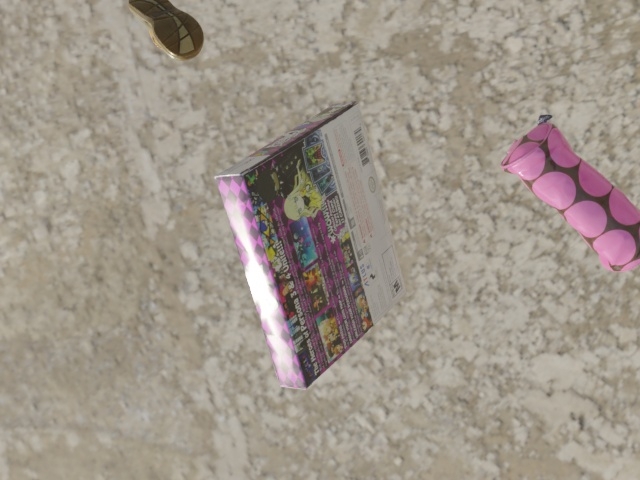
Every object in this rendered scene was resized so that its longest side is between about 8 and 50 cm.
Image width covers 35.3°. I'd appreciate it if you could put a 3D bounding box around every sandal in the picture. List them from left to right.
[{"bbox_3d":[-0.228,-0.312,1.494,0.180,0.072,0.049,46,148,37],"label":"sandal"}]

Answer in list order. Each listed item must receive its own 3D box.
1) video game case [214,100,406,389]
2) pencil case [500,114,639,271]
[{"bbox_3d":[0.000,0.000,1.036,0.041,0.210,0.232,0,115,37],"label":"video game case"},{"bbox_3d":[0.320,-0.053,1.246,0.209,0.095,0.098,44,169,-9],"label":"pencil case"}]
